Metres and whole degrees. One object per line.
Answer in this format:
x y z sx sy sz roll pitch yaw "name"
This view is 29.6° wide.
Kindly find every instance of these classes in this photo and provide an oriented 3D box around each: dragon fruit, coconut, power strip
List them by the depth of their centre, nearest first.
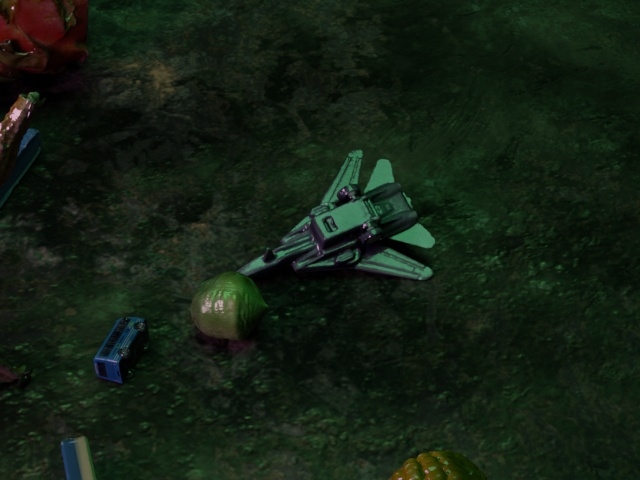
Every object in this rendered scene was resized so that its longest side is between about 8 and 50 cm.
-0.248 0.264 1.270 0.032 0.056 0.123 -10 40 -14 "power strip"
-0.110 0.080 1.475 0.096 0.088 0.088 -1 39 7 "coconut"
-0.507 -0.373 1.869 0.291 0.269 0.250 0 13 -14 "dragon fruit"

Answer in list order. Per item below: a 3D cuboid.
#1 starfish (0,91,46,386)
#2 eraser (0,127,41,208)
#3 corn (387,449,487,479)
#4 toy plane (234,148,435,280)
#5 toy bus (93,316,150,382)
-0.440 0.074 1.245 0.132 0.384 0.398 29 49 27 "starfish"
-0.516 -0.066 1.678 0.144 0.043 0.312 9 40 12 "eraser"
0.139 0.350 1.112 0.131 0.131 0.344 -7 40 -9 "corn"
0.002 -0.005 1.570 0.267 0.088 0.212 -20 67 -19 "toy plane"
-0.237 0.129 1.448 0.046 0.038 0.083 8 40 14 "toy bus"
